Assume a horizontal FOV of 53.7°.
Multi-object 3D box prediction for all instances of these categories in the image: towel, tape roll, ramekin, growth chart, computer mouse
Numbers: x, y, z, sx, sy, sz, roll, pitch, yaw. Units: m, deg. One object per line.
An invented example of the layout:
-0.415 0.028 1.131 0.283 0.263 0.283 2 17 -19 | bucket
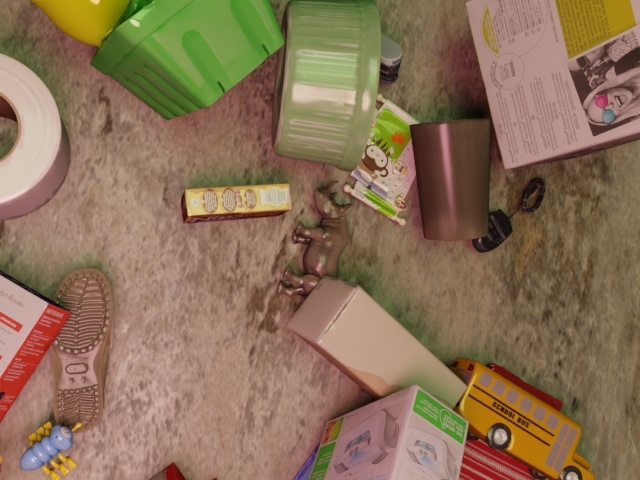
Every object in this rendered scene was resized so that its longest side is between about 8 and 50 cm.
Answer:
0.377 0.415 1.303 0.198 0.031 0.275 29 78 -12 | towel
-0.538 -0.161 1.016 0.246 0.169 0.246 2 85 -17 | tape roll
-0.001 -0.280 1.125 0.148 0.303 0.303 4 83 -9 | ramekin
0.136 -0.169 1.293 0.172 0.021 0.237 25 76 -14 | growth chart
0.402 -0.057 1.357 0.242 0.041 0.071 -38 104 -23 | computer mouse

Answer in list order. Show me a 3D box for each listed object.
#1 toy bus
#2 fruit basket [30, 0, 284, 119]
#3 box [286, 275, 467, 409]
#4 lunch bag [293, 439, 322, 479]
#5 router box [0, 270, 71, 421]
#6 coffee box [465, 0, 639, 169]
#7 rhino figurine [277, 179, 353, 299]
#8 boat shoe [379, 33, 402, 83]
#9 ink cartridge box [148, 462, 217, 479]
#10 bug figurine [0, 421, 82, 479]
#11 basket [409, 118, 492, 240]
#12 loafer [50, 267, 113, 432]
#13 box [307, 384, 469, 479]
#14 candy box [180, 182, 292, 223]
0.389 0.368 1.239 0.332 0.108 0.130 32 76 -11 | toy bus
-0.284 -0.383 1.009 0.283 0.392 0.392 -44 97 -16 | fruit basket
0.104 0.209 1.147 0.311 0.148 0.121 42 77 -22 | box
0.036 0.518 1.158 0.221 0.138 0.293 40 59 -9 | lunch bag
-0.604 0.154 0.947 0.335 0.082 0.301 28 77 11 | router box
0.531 -0.348 1.211 0.337 0.334 0.338 -13 89 -46 | coffee box
0.000 0.000 1.208 0.106 0.073 0.243 17 82 -8 | rhino figurine
0.089 -0.392 1.283 0.065 0.083 0.183 -38 69 -17 | boat shoe
-0.280 0.455 1.050 0.231 0.134 0.078 -33 94 -17 | ink cartridge box
-0.517 0.281 0.986 0.216 0.072 0.279 -40 76 -8 | bug figurine
0.261 -0.120 1.247 0.204 0.154 0.227 -17 104 -60 | basket
-0.403 0.179 1.061 0.102 0.092 0.269 5 86 -17 | loafer
0.093 0.393 1.020 0.126 0.262 0.231 37 49 -13 | box
-0.155 -0.068 1.151 0.186 0.109 0.053 -6 87 -18 | candy box
